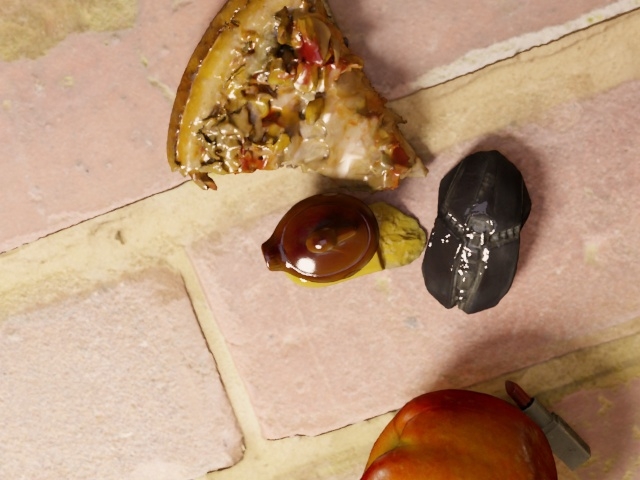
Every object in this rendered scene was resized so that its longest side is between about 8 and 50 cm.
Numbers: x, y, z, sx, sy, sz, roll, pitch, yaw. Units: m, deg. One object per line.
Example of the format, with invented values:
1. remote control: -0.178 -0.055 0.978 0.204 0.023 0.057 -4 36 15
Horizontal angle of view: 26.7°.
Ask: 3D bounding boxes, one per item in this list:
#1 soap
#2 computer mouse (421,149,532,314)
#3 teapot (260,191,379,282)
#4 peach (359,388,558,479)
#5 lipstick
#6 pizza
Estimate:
1. soap: 0.033 0.001 1.527 0.169 0.033 0.089 -15 104 11
2. computer mouse: 0.172 -0.006 1.490 0.106 0.062 0.192 13 107 4
3. teapot: 0.000 0.000 1.474 0.129 0.078 0.098 -15 94 12
4. peach: 0.160 0.286 1.509 0.244 0.199 0.243 0 97 -4
5. lipstick: 0.257 0.209 1.558 0.129 0.030 0.030 45 108 -6
6. pizza: -0.048 -0.127 1.483 0.251 0.074 0.287 -34 98 19
